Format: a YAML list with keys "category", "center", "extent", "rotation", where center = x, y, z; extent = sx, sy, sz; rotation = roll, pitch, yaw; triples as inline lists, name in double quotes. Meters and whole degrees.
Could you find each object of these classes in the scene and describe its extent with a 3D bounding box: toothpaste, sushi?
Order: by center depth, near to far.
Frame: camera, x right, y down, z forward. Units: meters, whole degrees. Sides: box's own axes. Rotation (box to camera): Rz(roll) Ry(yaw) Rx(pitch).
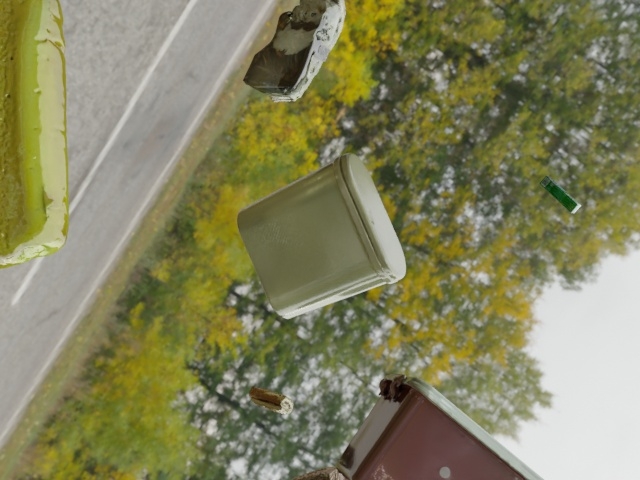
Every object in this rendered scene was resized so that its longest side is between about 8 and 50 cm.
- category: "toothpaste"
  center: [0.433, -0.083, 1.295]
  extent: [0.017, 0.083, 0.020]
  rotation: [3, 130, -48]
- category: "sushi"
  center: [-0.030, -0.404, 1.468]
  extent: [0.273, 0.134, 0.109]
  rotation: [-65, 148, -9]

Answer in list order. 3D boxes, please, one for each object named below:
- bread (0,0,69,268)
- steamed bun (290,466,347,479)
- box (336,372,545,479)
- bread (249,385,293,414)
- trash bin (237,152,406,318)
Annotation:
- category: "bread"
  center: [-0.410, -0.153, 0.921]
  extent: [0.112, 0.166, 0.383]
  rotation: [138, -52, -76]
- category: "steamed bun"
  center: [-0.007, 0.512, 1.319]
  extent: [0.145, 0.106, 0.175]
  rotation: [-34, -134, 45]
- category: "box"
  center: [0.169, 0.337, 1.004]
  extent: [0.167, 0.294, 0.193]
  rotation: [-50, 180, -11]
- category: "bread"
  center: [-0.097, 0.315, 1.407]
  extent: [0.047, 0.083, 0.036]
  rotation: [52, 57, -49]
- category: "trash bin"
  center: [0.000, 0.000, 1.299]
  extent: [0.247, 0.243, 0.121]
  rotation: [-25, 179, 23]
